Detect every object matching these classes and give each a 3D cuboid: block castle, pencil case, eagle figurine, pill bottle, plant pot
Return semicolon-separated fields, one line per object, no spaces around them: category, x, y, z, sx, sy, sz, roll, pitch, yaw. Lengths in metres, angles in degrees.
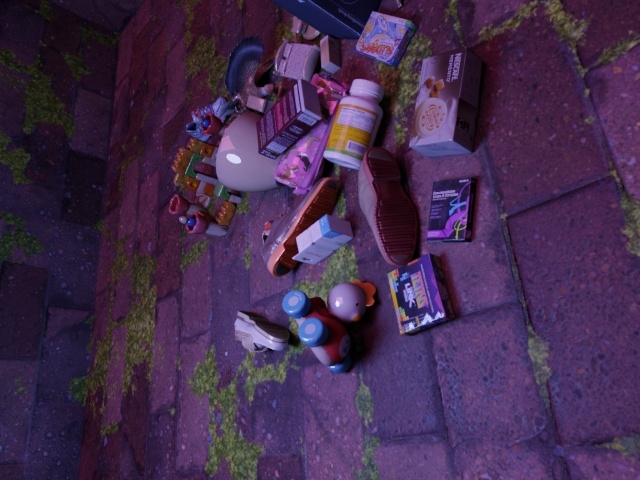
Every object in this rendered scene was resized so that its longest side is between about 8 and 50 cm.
block castle;-0.450;-0.268;2.105;0.303;0.212;0.453;36;105;48
pencil case;-0.018;-0.339;1.692;0.160;0.167;0.386;25;98;8
eagle figurine;-0.277;-0.614;2.056;0.226;0.225;0.299;-11;80;57
pill bottle;0.108;-0.347;1.564;0.136;0.136;0.246;19;92;49
plant pot;-0.201;-0.283;1.821;0.190;0.284;0.284;25;97;20

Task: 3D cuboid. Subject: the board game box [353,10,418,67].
board game box;0.199;-0.632;1.633;0.201;0.035;0.136;41;109;47

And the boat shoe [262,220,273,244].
boat shoe;-0.186;-0.011;1.854;0.049;0.043;0.137;-30;55;41

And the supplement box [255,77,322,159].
supplement box;-0.104;-0.373;1.625;0.239;0.073;0.130;-33;53;39

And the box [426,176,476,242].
box;0.328;-0.076;1.310;0.116;0.029;0.162;-3;74;48

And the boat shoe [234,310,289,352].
boat shoe;-0.196;0.317;1.714;0.302;0.113;0.103;14;90;60

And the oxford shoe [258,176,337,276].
oxford shoe;-0.082;-0.064;1.663;0.132;0.130;0.364;43;103;34

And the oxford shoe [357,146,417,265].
oxford shoe;0.178;-0.080;1.443;0.130;0.122;0.348;125;142;-60

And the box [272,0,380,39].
box;0.057;-0.903;1.686;0.212;0.293;0.396;28;98;49

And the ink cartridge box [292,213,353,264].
ink cartridge box;0.000;0.000;1.594;0.180;0.104;0.060;-36;53;35

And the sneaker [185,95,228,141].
sneaker;-0.511;-0.548;2.333;0.262;0.125;0.104;-42;50;31

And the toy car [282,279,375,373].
toy car;0.059;0.204;1.431;0.238;0.219;0.210;-35;47;-1

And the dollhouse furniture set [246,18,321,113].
dollhouse furniture set;-0.108;-0.609;1.834;0.303;0.173;0.356;33;110;48

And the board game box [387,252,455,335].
board game box;0.250;0.138;1.313;0.141;0.048;0.170;-33;55;38

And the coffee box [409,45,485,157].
coffee box;0.328;-0.351;1.347;0.141;0.098;0.247;3;80;49

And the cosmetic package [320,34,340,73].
cosmetic package;0.034;-0.643;1.804;0.041;0.060;0.115;-23;63;42

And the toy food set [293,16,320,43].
toy food set;-0.021;-0.812;1.947;0.192;0.038;0.133;-9;78;41

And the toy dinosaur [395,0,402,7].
toy dinosaur;0.274;-0.816;1.598;0.092;0.053;0.183;22;94;51
